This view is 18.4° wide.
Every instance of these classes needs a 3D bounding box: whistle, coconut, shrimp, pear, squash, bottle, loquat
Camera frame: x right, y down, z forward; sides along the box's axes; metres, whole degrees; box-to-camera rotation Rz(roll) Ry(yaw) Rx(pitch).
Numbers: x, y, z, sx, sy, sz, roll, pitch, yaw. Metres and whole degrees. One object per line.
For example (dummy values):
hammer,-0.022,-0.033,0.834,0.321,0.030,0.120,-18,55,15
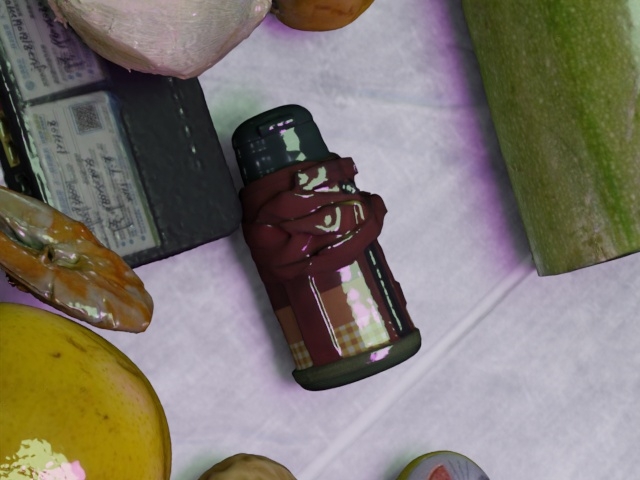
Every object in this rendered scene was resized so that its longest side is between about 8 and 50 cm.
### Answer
whistle,0.089,0.272,1.935,0.223,0.123,0.123,-9,85,-24
coconut,-0.134,-0.235,1.764,0.194,0.194,0.194,9,74,-36
shrimp,-0.271,-0.005,1.680,0.294,0.154,0.062,28,103,5
pear,-0.253,0.191,1.614,0.336,0.285,0.285,34,52,-73
squash,0.303,-0.181,2.104,0.263,0.263,0.384,-16,89,-39
bottle,0.000,0.000,1.910,0.143,0.156,0.271,-21,93,-6
loquat,-0.005,-0.272,1.986,0.137,0.113,0.137,4,63,-7

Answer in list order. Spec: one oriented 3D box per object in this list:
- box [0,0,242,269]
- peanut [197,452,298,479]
box,-0.213,-0.143,1.829,0.211,0.058,0.350,-18,91,-37
peanut,-0.116,0.300,1.753,0.305,0.147,0.147,-32,99,-37
